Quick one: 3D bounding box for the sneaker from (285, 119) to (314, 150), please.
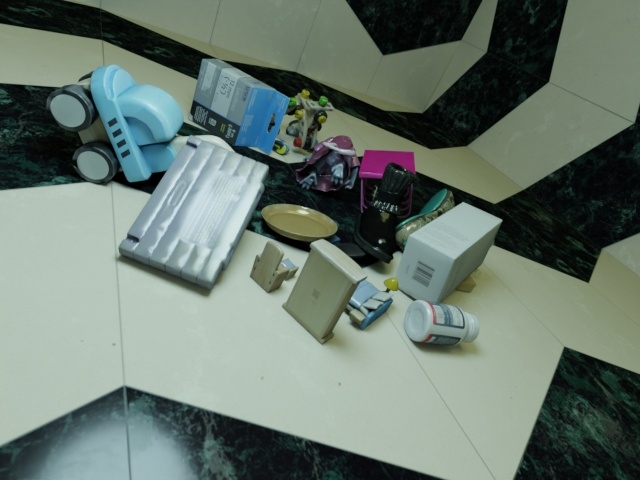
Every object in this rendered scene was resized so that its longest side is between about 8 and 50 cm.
[{"bbox_3d":[-0.095,-0.496,2.022,0.132,0.086,0.228,-5,47,-6],"label":"sneaker"}]

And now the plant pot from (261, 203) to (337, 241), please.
[{"bbox_3d":[-0.066,-0.052,1.323,0.237,0.032,0.236,12,23,-5],"label":"plant pot"}]

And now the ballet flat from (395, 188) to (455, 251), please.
[{"bbox_3d":[0.425,-0.049,1.642,0.182,0.164,0.483,53,39,3],"label":"ballet flat"}]

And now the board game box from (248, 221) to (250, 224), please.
[{"bbox_3d":[-0.232,-0.051,1.167,0.043,0.092,0.181,25,29,1],"label":"board game box"}]

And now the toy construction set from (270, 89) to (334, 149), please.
[{"bbox_3d":[-0.091,-0.559,1.812,0.309,0.237,0.257,15,55,-21],"label":"toy construction set"}]

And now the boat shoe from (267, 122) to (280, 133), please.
[{"bbox_3d":[-0.214,-0.523,1.964,0.066,0.066,0.183,22,30,-7],"label":"boat shoe"}]

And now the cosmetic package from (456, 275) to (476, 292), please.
[{"bbox_3d":[0.461,0.135,1.452,0.115,0.041,0.060,11,32,-24],"label":"cosmetic package"}]

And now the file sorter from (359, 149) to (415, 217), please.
[{"bbox_3d":[0.262,-0.228,1.704,0.202,0.182,0.290,4,29,8],"label":"file sorter"}]

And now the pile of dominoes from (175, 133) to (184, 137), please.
[{"bbox_3d":[-0.398,-0.266,1.373,0.251,0.040,0.196,24,-10,-5],"label":"pile of dominoes"}]

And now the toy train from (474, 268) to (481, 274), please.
[{"bbox_3d":[0.504,0.085,1.569,0.166,0.046,0.125,15,47,-29],"label":"toy train"}]

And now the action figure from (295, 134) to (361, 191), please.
[{"bbox_3d":[0.043,-0.344,1.694,0.248,0.275,0.370,22,43,6],"label":"action figure"}]

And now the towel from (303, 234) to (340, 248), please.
[{"bbox_3d":[0.000,0.000,1.327,0.119,0.029,0.067,-10,38,-44],"label":"towel"}]

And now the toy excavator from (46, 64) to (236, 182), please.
[{"bbox_3d":[-0.420,-0.271,1.190,0.446,0.432,0.222,-8,32,4],"label":"toy excavator"}]

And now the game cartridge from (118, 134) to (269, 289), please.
[{"bbox_3d":[-0.285,-0.076,1.036,0.230,0.068,0.355,24,60,-6],"label":"game cartridge"}]

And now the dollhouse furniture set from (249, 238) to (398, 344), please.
[{"bbox_3d":[0.046,0.064,1.091,0.286,0.198,0.303,40,32,23],"label":"dollhouse furniture set"}]

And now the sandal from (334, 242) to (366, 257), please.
[{"bbox_3d":[0.052,0.046,1.295,0.179,0.040,0.067,-7,35,-23],"label":"sandal"}]

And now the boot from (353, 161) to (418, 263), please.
[{"bbox_3d":[0.221,-0.104,1.396,0.131,0.260,0.348,27,23,-15],"label":"boot"}]

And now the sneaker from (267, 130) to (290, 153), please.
[{"bbox_3d":[-0.189,-0.414,1.828,0.144,0.053,0.059,43,28,19],"label":"sneaker"}]

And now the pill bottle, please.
[{"bbox_3d":[0.326,0.222,1.143,0.180,0.108,0.108,13,32,-23],"label":"pill bottle"}]

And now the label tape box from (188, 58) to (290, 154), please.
[{"bbox_3d":[-0.324,-0.516,1.682,0.348,0.249,0.115,32,30,11],"label":"label tape box"}]

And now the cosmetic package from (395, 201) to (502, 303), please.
[{"bbox_3d":[0.406,0.035,1.349,0.155,0.196,0.366,31,36,28],"label":"cosmetic package"}]
